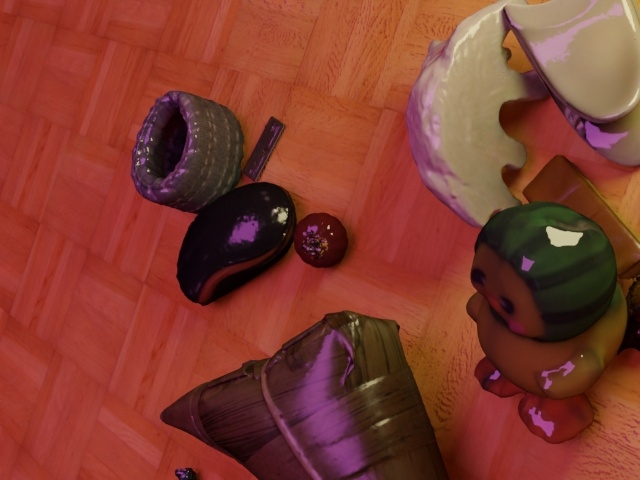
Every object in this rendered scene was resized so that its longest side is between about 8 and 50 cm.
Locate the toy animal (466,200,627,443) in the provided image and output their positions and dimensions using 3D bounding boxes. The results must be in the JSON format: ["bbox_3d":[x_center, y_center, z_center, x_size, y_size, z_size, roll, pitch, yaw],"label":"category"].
[{"bbox_3d":[0.302,0.090,1.231,0.191,0.338,0.216,-26,42,-15],"label":"toy animal"}]

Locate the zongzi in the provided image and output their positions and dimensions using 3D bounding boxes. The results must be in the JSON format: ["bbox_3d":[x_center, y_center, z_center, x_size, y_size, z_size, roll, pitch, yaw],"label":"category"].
[{"bbox_3d":[-0.011,0.409,1.440,0.467,0.218,0.500,-31,69,33],"label":"zongzi"}]

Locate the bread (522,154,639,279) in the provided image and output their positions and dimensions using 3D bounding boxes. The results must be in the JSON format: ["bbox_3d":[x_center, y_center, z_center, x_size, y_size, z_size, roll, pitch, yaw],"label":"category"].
[{"bbox_3d":[0.375,-0.024,1.319,0.088,0.049,0.226,-47,43,21],"label":"bread"}]

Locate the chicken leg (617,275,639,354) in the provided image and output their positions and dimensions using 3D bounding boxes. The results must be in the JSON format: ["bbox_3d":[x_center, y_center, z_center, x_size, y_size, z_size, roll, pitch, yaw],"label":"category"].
[{"bbox_3d":[0.474,0.069,1.214,0.234,0.063,0.105,-28,56,37],"label":"chicken leg"}]

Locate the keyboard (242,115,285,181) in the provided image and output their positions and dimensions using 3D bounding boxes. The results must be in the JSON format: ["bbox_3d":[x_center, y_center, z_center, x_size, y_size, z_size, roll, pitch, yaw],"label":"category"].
[{"bbox_3d":[-0.113,-0.182,1.864,0.049,0.015,0.129,41,107,47],"label":"keyboard"}]

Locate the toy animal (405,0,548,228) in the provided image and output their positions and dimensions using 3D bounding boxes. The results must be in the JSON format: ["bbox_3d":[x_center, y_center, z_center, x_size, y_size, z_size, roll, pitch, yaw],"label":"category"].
[{"bbox_3d":[0.225,-0.183,1.463,0.188,0.266,0.308,3,124,57],"label":"toy animal"}]

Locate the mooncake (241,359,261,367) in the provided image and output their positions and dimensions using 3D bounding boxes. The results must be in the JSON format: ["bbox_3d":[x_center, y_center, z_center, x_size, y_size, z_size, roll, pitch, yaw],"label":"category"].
[{"bbox_3d":[-0.098,0.277,1.649,0.073,0.130,0.125,-5,71,9],"label":"mooncake"}]

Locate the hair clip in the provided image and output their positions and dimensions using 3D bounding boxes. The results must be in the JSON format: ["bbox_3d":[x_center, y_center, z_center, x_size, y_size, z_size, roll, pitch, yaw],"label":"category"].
[{"bbox_3d":[0.397,-0.246,1.332,0.172,0.113,0.282,-27,62,20],"label":"hair clip"}]

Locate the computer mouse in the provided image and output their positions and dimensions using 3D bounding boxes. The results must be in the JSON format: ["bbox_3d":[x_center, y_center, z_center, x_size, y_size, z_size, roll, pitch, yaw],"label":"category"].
[{"bbox_3d":[-0.179,0.001,1.808,0.323,0.116,0.183,-34,53,33],"label":"computer mouse"}]

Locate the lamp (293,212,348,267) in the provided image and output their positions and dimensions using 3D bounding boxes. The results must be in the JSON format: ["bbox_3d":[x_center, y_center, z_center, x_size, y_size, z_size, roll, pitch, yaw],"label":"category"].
[{"bbox_3d":[0.000,0.000,1.657,0.101,0.090,0.101,8,111,20],"label":"lamp"}]

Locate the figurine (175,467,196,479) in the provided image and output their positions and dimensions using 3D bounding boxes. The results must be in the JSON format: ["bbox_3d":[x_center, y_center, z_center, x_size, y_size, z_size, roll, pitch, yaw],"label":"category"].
[{"bbox_3d":[-0.243,0.502,1.770,0.079,0.077,0.136,-2,57,8],"label":"figurine"}]

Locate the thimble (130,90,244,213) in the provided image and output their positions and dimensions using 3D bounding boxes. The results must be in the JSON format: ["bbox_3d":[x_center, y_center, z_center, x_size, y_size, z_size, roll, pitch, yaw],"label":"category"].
[{"bbox_3d":[-0.266,-0.176,1.899,0.205,0.172,0.236,-7,76,39],"label":"thimble"}]
